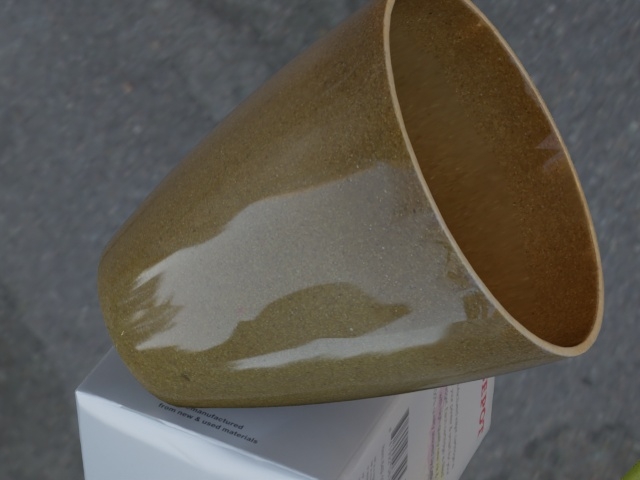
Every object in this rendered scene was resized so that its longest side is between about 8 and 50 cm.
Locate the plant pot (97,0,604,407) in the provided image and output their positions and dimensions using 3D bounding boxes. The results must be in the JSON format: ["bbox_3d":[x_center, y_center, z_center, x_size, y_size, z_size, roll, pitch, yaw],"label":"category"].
[{"bbox_3d":[0.000,0.000,1.190,0.254,0.237,0.237,-24,104,26],"label":"plant pot"}]

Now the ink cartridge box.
[{"bbox_3d":[-0.013,0.120,1.404,0.197,0.270,0.198,18,133,20],"label":"ink cartridge box"}]

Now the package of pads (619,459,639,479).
[{"bbox_3d":[0.065,0.116,0.221,0.101,0.296,0.229,38,122,-5],"label":"package of pads"}]
